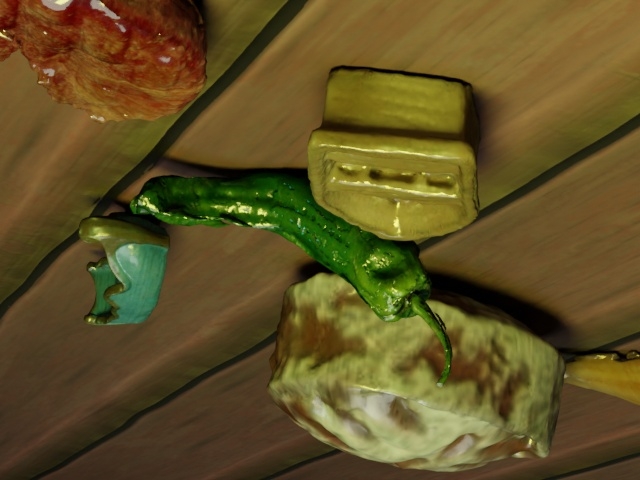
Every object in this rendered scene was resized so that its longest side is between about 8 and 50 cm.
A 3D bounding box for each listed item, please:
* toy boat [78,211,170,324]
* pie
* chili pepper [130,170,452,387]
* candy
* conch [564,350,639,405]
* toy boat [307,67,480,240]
[{"bbox_3d":[-0.177,0.021,1.649,0.077,0.075,0.185,4,162,-13],"label":"toy boat"},{"bbox_3d":[-0.172,-0.134,1.195,0.219,0.054,0.204,18,161,-22],"label":"pie"},{"bbox_3d":[0.000,0.000,1.434,0.279,0.122,0.065,25,141,21],"label":"chili pepper"},{"bbox_3d":[0.085,0.123,1.712,0.289,0.157,0.214,23,163,-37],"label":"candy"},{"bbox_3d":[0.368,0.158,1.785,0.330,0.093,0.109,4,160,14],"label":"conch"},{"bbox_3d":[0.053,-0.055,1.317,0.116,0.061,0.188,6,163,5],"label":"toy boat"}]
